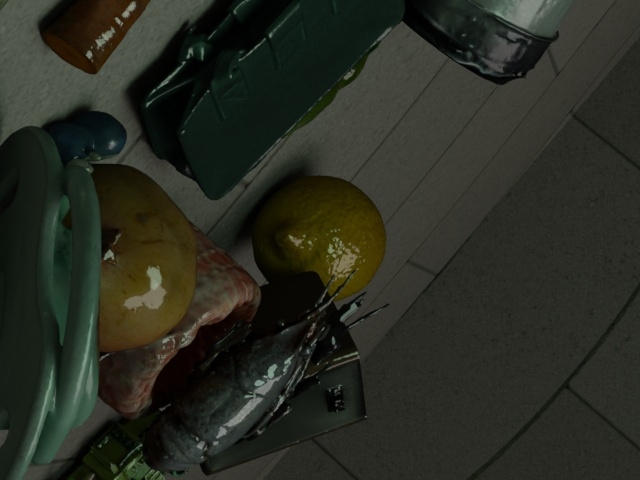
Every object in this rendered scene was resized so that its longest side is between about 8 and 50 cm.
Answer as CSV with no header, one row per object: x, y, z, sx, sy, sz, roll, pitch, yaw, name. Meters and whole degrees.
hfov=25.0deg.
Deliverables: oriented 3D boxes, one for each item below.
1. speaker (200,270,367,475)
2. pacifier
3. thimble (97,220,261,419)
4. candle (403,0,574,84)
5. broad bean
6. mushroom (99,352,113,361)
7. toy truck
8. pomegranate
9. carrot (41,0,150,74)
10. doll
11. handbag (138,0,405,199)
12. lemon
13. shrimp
-0.078,0.175,1.903,0.231,0.192,0.153,-18,137,-10,speaker
-0.304,0.050,1.177,0.269,0.343,0.288,11,146,-32,pacifier
-0.201,0.088,1.717,0.239,0.162,0.239,-43,167,-12,thimble
0.239,-0.370,1.717,0.342,0.221,0.221,-56,164,22,candle
0.002,-0.195,1.800,0.213,0.048,0.070,-48,166,-7,broad bean
-0.267,0.061,1.542,0.188,0.141,0.117,-34,-166,-30,mushroom
-0.311,0.351,2.158,0.259,0.128,0.135,-42,151,-25,toy truck
-0.207,0.016,1.402,0.191,0.191,0.191,-45,165,-15,pomegranate
-0.145,-0.239,1.246,0.224,0.057,0.057,-50,166,-11,carrot
-0.222,-0.093,1.370,0.083,0.076,0.050,-27,119,-42,doll
-0.050,-0.205,1.546,0.326,0.089,0.238,-45,165,-11,handbag
0.000,0.000,2.033,0.187,0.187,0.244,-52,163,12,lemon
-0.072,0.157,1.719,0.343,0.116,0.145,-39,169,-4,shrimp
